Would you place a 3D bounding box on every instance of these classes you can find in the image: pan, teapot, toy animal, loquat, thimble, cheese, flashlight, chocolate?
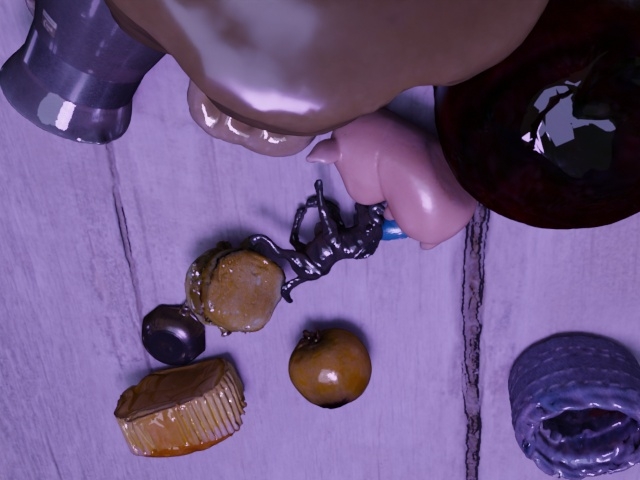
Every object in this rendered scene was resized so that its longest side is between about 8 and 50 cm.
[{"bbox_3d":[-0.287,0.159,1.271,0.128,0.048,0.202,7,118,7],"label":"pan"},{"bbox_3d":[-0.303,-0.339,0.921,0.344,0.253,0.300,-48,68,32],"label":"teapot"},{"bbox_3d":[0.120,-0.100,0.993,0.250,0.166,0.154,37,147,-1],"label":"toy animal"},{"bbox_3d":[0.017,0.230,1.207,0.163,0.137,0.163,17,133,19],"label":"loquat"},{"bbox_3d":[0.447,0.290,1.145,0.236,0.172,0.205,1,121,7],"label":"thimble"},{"bbox_3d":[-0.093,-0.236,0.992,0.218,0.117,0.235,-10,116,16],"label":"cheese"},{"bbox_3d":[0.129,-0.024,1.106,0.129,0.051,0.051,2,118,15],"label":"flashlight"},{"bbox_3d":[0.314,-0.194,0.827,0.383,0.331,0.384,4,116,9],"label":"chocolate"},{"bbox_3d":[0.000,0.000,1.088,0.232,0.084,0.148,-41,79,12],"label":"toy animal"}]

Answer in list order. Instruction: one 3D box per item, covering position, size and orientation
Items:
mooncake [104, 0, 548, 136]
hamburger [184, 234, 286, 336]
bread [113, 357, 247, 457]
[{"bbox_3d":[-0.002,-0.336,0.645,0.467,0.262,0.467,-1,99,-5],"label":"mooncake"},{"bbox_3d":[-0.151,0.072,1.155,0.159,0.131,0.185,32,76,-25],"label":"hamburger"},{"bbox_3d":[-0.266,0.327,1.284,0.250,0.179,0.133,-18,105,9],"label":"bread"}]
